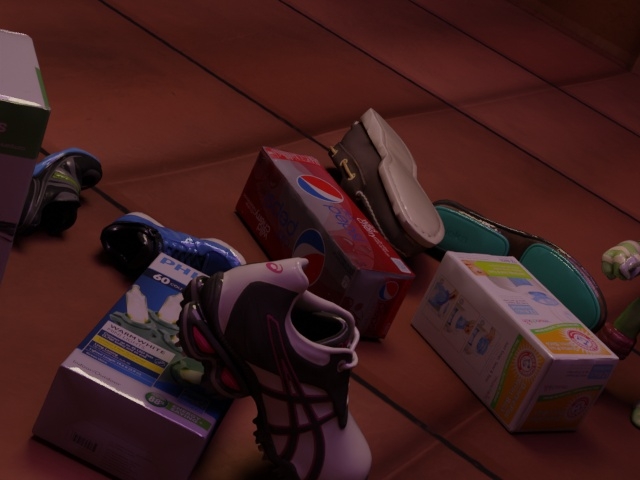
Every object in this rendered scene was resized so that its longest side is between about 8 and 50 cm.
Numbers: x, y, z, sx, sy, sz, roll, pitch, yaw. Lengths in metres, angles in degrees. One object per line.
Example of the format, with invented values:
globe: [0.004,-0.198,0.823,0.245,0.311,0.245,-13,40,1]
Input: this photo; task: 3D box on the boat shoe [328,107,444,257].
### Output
boat shoe: [0.076,-0.061,1.791,0.116,0.096,0.324,45,15,-28]

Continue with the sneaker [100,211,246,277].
sneaker: [-0.155,0.018,1.436,0.152,0.058,0.084,25,17,10]

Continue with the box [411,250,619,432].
box: [0.214,0.112,1.553,0.114,0.103,0.203,5,30,-38]

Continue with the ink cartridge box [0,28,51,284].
ink cartridge box: [-0.320,-0.065,1.250,0.092,0.219,0.160,10,26,-24]

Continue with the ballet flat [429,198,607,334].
ballet flat: [0.257,0.028,1.796,0.280,0.095,0.096,35,13,21]

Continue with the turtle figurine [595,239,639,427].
turtle figurine: [0.395,0.095,1.562,0.197,0.266,0.275,13,26,-25]

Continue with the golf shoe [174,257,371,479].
golf shoe: [-0.009,0.124,1.170,0.273,0.120,0.105,53,22,-37]

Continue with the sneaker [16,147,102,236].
sneaker: [-0.282,-0.045,1.458,0.078,0.067,0.188,49,23,0]

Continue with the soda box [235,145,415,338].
soda box: [0.000,0.000,1.588,0.083,0.092,0.263,8,29,-34]

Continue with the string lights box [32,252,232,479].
string lights box: [-0.137,0.114,1.231,0.133,0.077,0.260,27,23,1]
